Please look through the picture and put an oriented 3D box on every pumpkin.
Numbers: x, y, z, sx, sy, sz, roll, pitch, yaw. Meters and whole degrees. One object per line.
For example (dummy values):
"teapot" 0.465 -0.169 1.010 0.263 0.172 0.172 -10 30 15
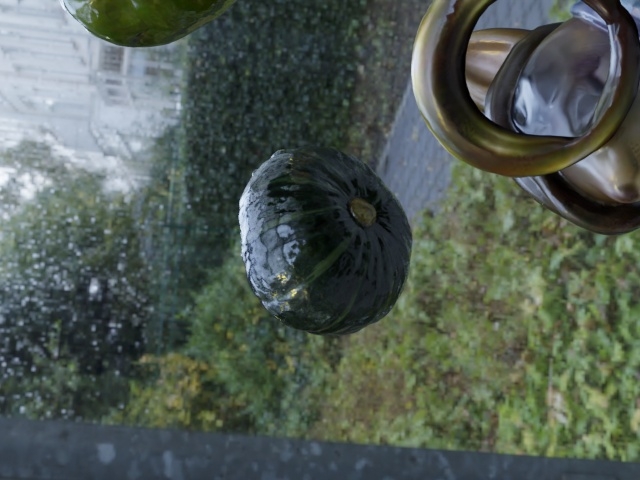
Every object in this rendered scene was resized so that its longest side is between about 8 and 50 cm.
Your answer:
"pumpkin" 0.002 0.001 0.927 0.152 0.211 0.212 -43 33 36

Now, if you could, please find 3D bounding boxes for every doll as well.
"doll" 0.241 -0.152 0.542 0.340 0.317 0.209 -50 26 29

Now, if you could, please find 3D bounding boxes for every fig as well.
"fig" -0.169 -0.285 0.764 0.275 0.206 0.206 18 -103 -84
